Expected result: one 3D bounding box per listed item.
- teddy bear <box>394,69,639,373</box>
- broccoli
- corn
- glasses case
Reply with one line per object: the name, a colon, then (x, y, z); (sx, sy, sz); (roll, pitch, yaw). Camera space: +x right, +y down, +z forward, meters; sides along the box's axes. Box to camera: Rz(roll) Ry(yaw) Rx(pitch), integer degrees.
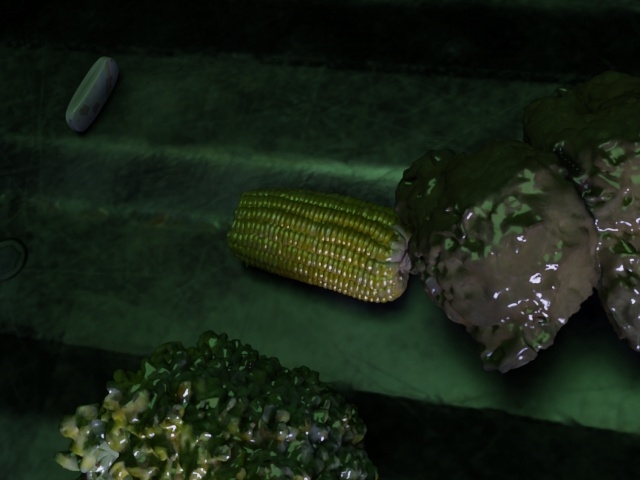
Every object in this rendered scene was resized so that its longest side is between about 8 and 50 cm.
teddy bear: (0.191, -0.014, 0.807); (0.256, 0.156, 0.267); (-25, 60, 2)
broccoli: (-0.094, 0.183, 0.751); (0.273, 0.180, 0.242); (-43, 61, -11)
corn: (0.000, 0.000, 0.901); (0.165, 0.063, 0.085); (11, 89, 22)
glasses case: (-0.227, -0.146, 1.057); (0.021, 0.032, 0.083); (18, 66, 19)
